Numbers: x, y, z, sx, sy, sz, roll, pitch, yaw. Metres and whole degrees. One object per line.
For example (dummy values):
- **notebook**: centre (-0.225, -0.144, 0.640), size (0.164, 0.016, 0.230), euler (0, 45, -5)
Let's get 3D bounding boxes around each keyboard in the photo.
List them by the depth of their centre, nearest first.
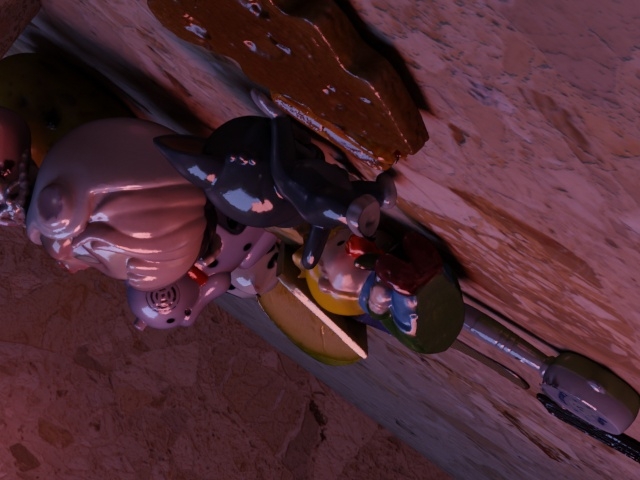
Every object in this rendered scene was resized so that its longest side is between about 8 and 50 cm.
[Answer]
- **keyboard**: centre (0.408, 0.277, 1.798), size (0.250, 0.017, 0.087), euler (29, 169, 35)

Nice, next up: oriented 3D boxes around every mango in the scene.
- **mango**: centre (-0.370, -0.133, 1.937), size (0.253, 0.182, 0.365), euler (27, 165, 31)

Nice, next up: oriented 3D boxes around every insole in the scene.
- **insole**: centre (0.200, 0.154, 1.934), size (0.253, 0.005, 0.086), euler (29, 169, 31)

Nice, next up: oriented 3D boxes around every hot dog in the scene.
- **hot dog**: centre (0.017, -0.113, 1.205), size (0.144, 0.038, 0.062), euler (33, 167, 1)

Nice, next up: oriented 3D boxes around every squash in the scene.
- **squash**: centre (-0.034, 0.134, 2.345), size (0.169, 0.093, 0.252), euler (31, 169, 32)

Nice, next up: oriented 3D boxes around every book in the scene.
- **book**: centre (0.005, 0.073, 1.831), size (0.168, 0.013, 0.192), euler (43, -167, -11)

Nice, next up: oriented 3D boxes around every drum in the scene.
- **drum**: centre (0.262, 0.142, 1.552), size (0.253, 0.049, 0.130), euler (34, 170, 3)

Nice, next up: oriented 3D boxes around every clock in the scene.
- **clock**: centre (-0.189, 0.025, 1.914), size (0.189, 0.254, 0.189), euler (34, 175, 4)

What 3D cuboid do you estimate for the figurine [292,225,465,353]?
- **figurine**: centre (0.053, 0.031, 1.542), size (0.234, 0.127, 0.185), euler (40, 170, 36)

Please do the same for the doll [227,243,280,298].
- **doll**: centre (-0.115, 0.040, 2.155), size (0.110, 0.107, 0.181), euler (57, 162, -3)

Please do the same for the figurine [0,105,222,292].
- **figurine**: centre (-0.304, -0.066, 1.667), size (0.361, 0.211, 0.253), euler (16, -164, 6)

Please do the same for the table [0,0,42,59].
- **table**: centre (-0.568, -0.260, 1.561), size (0.272, 0.335, 0.222), euler (31, 169, 21)

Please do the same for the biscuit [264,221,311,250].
- **biscuit**: centre (0.002, 0.002, 1.758), size (0.299, 0.045, 0.154), euler (31, 170, 16)

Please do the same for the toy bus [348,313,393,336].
- **toy bus**: centre (0.098, 0.108, 1.832), size (0.153, 0.051, 0.061), euler (25, -174, -39)

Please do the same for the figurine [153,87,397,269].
- **figurine**: centre (-0.021, -0.051, 1.359), size (0.193, 0.140, 0.265), euler (21, -162, -48)

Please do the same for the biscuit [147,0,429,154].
- **biscuit**: centre (-0.032, -0.171, 1.080), size (0.301, 0.043, 0.278), euler (36, 168, -14)
